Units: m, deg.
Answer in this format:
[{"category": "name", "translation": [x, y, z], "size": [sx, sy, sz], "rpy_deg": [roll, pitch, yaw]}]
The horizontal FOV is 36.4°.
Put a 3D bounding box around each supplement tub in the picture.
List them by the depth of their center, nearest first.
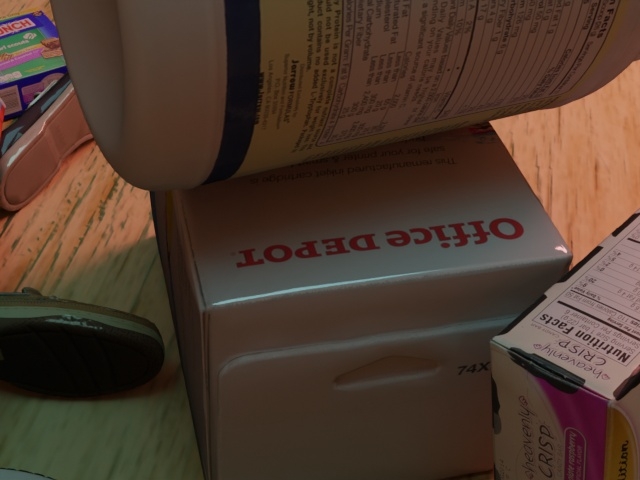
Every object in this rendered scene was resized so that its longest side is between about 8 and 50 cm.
[{"category": "supplement tub", "translation": [0.032, -0.169, 0.496], "size": [0.324, 0.235, 0.235], "rpy_deg": [-15, 46, -20]}]

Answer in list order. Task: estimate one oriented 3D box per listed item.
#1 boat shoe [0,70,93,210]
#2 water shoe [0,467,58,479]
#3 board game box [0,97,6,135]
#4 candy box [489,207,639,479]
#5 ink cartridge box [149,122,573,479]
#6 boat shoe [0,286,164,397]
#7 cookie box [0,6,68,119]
[{"category": "boat shoe", "translation": [-0.227, -0.110, 0.821], "size": [0.064, 0.075, 0.206], "rpy_deg": [21, 51, 16]}, {"category": "water shoe", "translation": [-0.230, 0.174, 0.536], "size": [0.203, 0.073, 0.080], "rpy_deg": [-4, 63, 0]}, {"category": "board game box", "translation": [-0.314, -0.041, 0.635], "size": [0.142, 0.144, 0.275], "rpy_deg": [-23, 40, 7]}, {"category": "candy box", "translation": [0.192, 0.064, 0.541], "size": [0.233, 0.159, 0.071], "rpy_deg": [-35, 43, -30]}, {"category": "ink cartridge box", "translation": [0.000, 0.000, 0.631], "size": [0.198, 0.197, 0.270], "rpy_deg": [-7, 44, -13]}, {"category": "boat shoe", "translation": [-0.196, 0.057, 0.655], "size": [0.189, 0.068, 0.072], "rpy_deg": [4, 32, 0]}, {"category": "cookie box", "translation": [-0.278, -0.165, 0.897], "size": [0.091, 0.040, 0.107], "rpy_deg": [-24, 49, -26]}]
